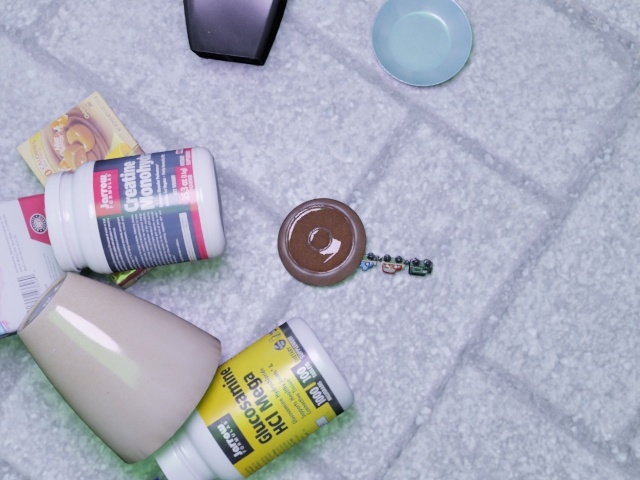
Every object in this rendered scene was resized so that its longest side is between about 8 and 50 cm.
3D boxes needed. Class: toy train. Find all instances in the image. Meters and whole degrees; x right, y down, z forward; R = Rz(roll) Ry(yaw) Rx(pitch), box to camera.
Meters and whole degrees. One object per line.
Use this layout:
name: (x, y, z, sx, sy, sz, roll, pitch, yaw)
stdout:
toy train: (0.130, 0.045, 1.669, 0.158, 0.027, 0.036, 7, 93, 0)

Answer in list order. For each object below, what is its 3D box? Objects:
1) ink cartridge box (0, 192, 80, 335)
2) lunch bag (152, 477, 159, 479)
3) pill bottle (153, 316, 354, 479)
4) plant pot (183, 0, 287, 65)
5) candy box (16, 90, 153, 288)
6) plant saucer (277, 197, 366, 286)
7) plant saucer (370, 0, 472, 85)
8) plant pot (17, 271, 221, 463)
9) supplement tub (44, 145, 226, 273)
ink cartridge box: (-0.582, 0.061, 1.524, 0.306, 0.131, 0.226, -14, 85, -36)
lunch bag: (-0.327, 0.505, 1.563, 0.151, 0.096, 0.129, -30, 83, 24)
pill bottle: (-0.123, 0.294, 1.546, 0.334, 0.188, 0.188, -34, 85, -5)
plant pot: (-0.159, -0.418, 1.653, 0.188, 0.187, 0.167, 7, 95, 0)
candy box: (-0.384, -0.092, 1.642, 0.183, 0.087, 0.316, -37, 85, -6)
plant saucer: (0.000, 0.000, 1.655, 0.168, 0.029, 0.169, -2, 79, 9)
plant saucer: (0.192, -0.386, 1.721, 0.194, 0.037, 0.195, 0, 83, -1)
plant pot: (-0.351, 0.185, 1.480, 0.274, 0.256, 0.256, 41, 83, -18)
supplement tub: (-0.303, -0.048, 1.498, 0.272, 0.191, 0.191, -9, 83, -4)
